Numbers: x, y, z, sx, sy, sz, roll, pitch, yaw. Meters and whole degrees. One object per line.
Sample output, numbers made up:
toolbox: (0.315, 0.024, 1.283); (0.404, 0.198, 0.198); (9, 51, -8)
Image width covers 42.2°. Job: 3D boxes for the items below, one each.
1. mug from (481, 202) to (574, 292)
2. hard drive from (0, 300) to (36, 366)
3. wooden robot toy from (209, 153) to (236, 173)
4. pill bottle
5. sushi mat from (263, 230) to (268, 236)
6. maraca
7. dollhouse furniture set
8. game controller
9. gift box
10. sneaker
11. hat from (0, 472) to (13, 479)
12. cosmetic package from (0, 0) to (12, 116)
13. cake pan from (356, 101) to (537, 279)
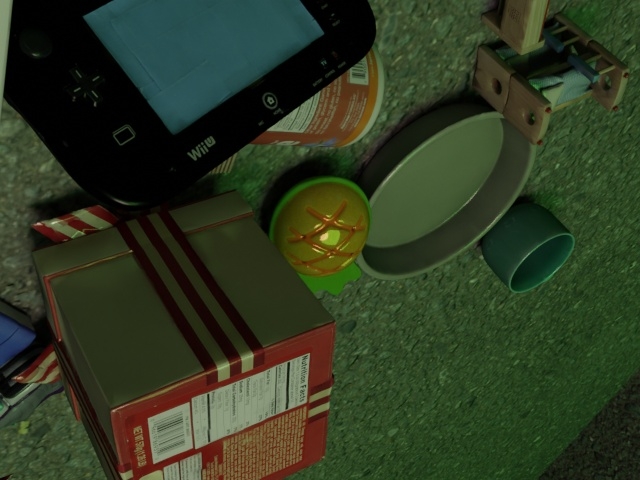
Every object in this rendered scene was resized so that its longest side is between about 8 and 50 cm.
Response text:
mug: (0.320, 0.013, 1.324); (0.129, 0.097, 0.157); (-22, 145, -22)
hard drive: (-0.447, 0.087, 0.765); (0.210, 0.040, 0.318); (-37, 147, 1)
wooden robot toy: (-0.150, -0.072, 0.804); (0.173, 0.079, 0.076); (10, 125, -48)
pill bottle: (-0.056, -0.148, 0.758); (0.216, 0.121, 0.121); (-3, 134, -40)
sushi mat: (-0.147, 0.103, 1.081); (0.151, 0.019, 0.316); (3, 130, -46)
maraca: (0.000, 0.000, 1.003); (0.127, 0.099, 0.185); (-8, 130, -10)
dollhouse furniture set: (0.273, -0.230, 0.949); (0.129, 0.129, 0.183); (-25, 146, -17)
game controller: (-0.085, -0.153, 0.619); (0.319, 0.166, 0.067); (-43, -179, -36)
gift box: (-0.160, 0.110, 0.843); (0.276, 0.258, 0.255); (-14, 133, -27)
sneaker: (-0.384, 0.207, 0.940); (0.224, 0.083, 0.098); (-34, 152, -5)
hat: (-0.526, 0.291, 0.963); (0.173, 0.183, 0.208); (-23, 113, 21)
cosmetic package: (-0.270, -0.209, 0.407); (0.217, 0.156, 0.385); (-4, 127, -39)
cake pan: (0.158, -0.068, 1.116); (0.293, 0.054, 0.293); (-24, 145, -18)
